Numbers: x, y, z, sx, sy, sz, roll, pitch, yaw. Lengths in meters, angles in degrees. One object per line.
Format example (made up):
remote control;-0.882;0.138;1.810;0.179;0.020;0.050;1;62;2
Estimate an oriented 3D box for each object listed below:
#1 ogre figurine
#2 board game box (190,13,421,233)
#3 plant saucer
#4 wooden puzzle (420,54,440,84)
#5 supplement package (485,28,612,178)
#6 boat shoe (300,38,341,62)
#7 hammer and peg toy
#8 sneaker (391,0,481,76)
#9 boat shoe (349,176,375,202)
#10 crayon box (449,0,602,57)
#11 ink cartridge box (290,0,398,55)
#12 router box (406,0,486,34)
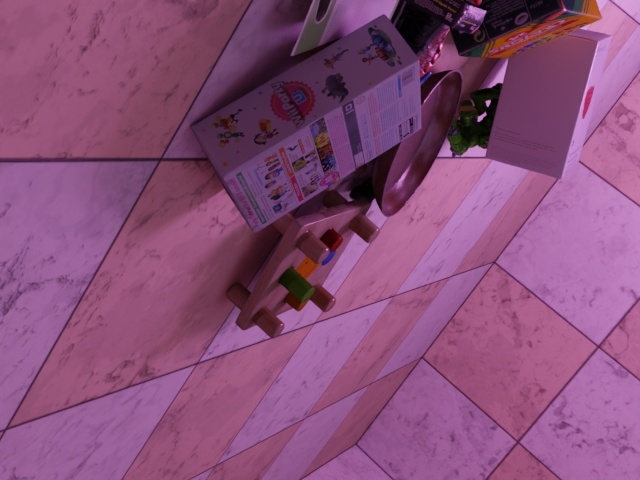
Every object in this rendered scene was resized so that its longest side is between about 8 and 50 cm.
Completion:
ogre figurine;0.337;-0.260;2.038;0.197;0.096;0.118;-53;150;-40
board game box;-0.009;-0.157;1.318;0.303;0.098;0.224;-32;160;-5
plant saucer;0.180;-0.193;1.794;0.311;0.050;0.311;-52;160;-27
wooden puzzle;0.153;-0.301;1.520;0.078;0.116;0.014;-41;136;6
supplement package;0.487;-0.305;1.984;0.177;0.175;0.293;-30;134;-59
boat shoe;0.033;-0.273;1.351;0.170;0.063;0.059;-36;152;-36
hammer and peg toy;0.000;0.000;1.709;0.266;0.127;0.361;-20;146;-56
sneaker;0.166;-0.356;1.438;0.276;0.097;0.135;-51;162;0
boat shoe;0.099;-0.103;1.864;0.133;0.049;0.042;-24;144;-57
crayon box;0.390;-0.410;1.718;0.202;0.081;0.318;-20;179;33
ink cartridge box;0.042;-0.348;1.234;0.235;0.056;0.171;-28;152;-46
router box;0.155;-0.326;1.262;0.038;0.122;0.092;-62;159;18
